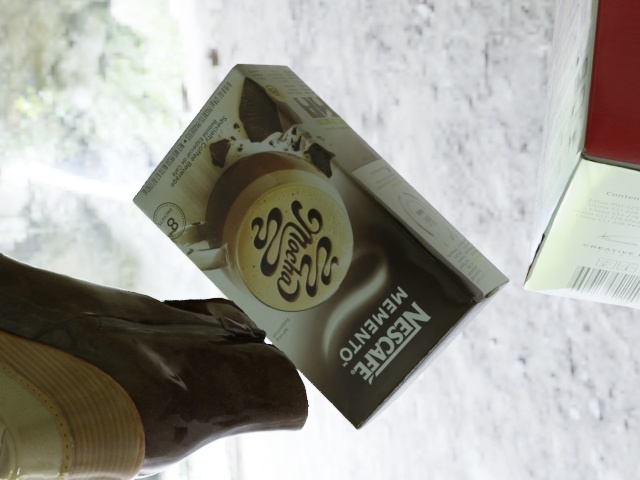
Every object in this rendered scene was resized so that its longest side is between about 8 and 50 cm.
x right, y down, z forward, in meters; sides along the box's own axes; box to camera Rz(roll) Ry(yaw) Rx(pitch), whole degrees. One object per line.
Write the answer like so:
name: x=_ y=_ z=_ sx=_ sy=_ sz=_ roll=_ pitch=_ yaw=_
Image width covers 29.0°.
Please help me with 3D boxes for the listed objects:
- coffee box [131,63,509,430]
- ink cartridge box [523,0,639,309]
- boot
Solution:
coffee box: x=0.000 y=0.000 z=1.115 sx=0.168 sy=0.297 sz=0.119 roll=-50 pitch=-12 yaw=20
ink cartridge box: x=0.254 y=-0.145 z=0.932 sx=0.272 sy=0.130 sz=0.309 roll=96 pitch=-175 yaw=-62
boot: x=-0.149 y=0.056 z=0.770 sx=0.248 sy=0.207 sz=0.090 roll=44 pitch=124 yaw=35
